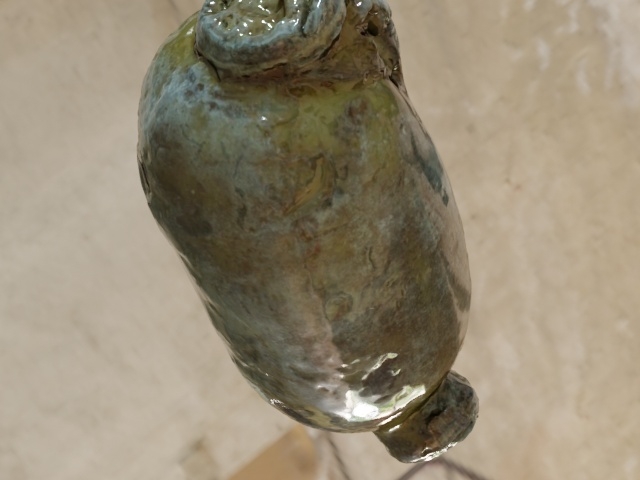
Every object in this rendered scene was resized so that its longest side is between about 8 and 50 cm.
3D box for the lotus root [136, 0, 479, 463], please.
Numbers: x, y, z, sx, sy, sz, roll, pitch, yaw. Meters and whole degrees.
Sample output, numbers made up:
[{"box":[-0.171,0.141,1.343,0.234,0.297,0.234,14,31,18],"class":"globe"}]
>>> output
[{"box":[-0.002,0.001,0.826,0.175,0.175,0.350,33,-28,46],"class":"lotus root"}]
